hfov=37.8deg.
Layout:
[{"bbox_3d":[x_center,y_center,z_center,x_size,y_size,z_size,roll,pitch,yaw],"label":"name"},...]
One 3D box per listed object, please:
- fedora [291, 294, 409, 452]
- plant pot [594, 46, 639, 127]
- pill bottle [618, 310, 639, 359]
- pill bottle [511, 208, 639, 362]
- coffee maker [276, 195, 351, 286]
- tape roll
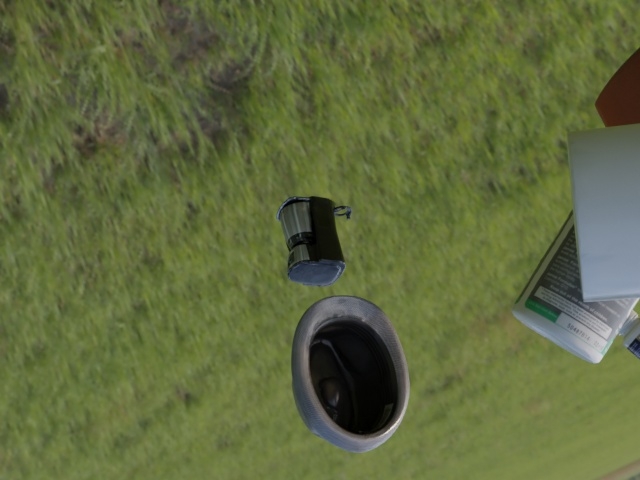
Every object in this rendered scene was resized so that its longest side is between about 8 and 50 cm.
[{"bbox_3d":[0.033,0.247,1.676,0.244,0.275,0.124,-5,162,-34],"label":"fedora"},{"bbox_3d":[0.774,-0.297,1.975,0.267,0.267,0.235,-11,147,-5],"label":"plant pot"},{"bbox_3d":[0.791,0.244,2.254,0.094,0.169,0.094,-41,160,-18],"label":"pill bottle"},{"bbox_3d":[0.560,0.046,1.881,0.361,0.204,0.204,-58,157,-1],"label":"pill bottle"},{"bbox_3d":[0.000,0.000,2.044,0.171,0.178,0.120,-9,148,-4],"label":"coffee maker"},{"bbox_3d":[0.443,-0.043,1.315,0.169,0.246,0.246,-6,164,14],"label":"tape roll"}]
